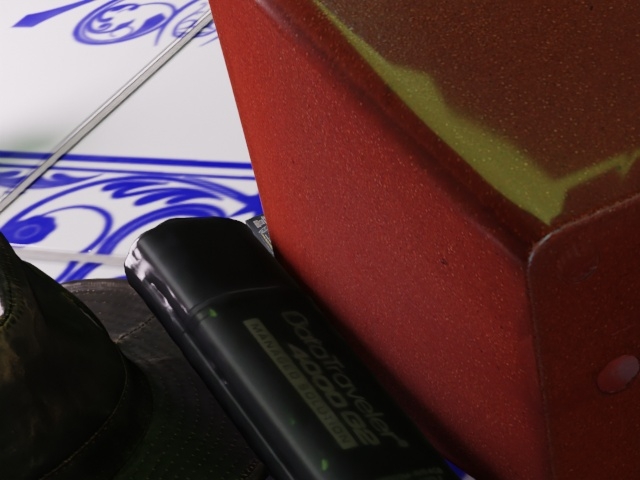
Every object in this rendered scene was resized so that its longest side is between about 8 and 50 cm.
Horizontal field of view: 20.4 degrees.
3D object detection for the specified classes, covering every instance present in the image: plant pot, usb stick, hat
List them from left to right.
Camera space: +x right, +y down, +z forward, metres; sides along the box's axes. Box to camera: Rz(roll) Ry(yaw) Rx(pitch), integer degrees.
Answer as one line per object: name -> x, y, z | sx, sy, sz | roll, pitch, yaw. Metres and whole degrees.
hat -> -0.183, 0.067, 0.894 | 0.331, 0.134, 0.331 | -12, 29, 7
usb stick -> -0.007, 0.075, 0.823 | 0.077, 0.045, 0.278 | -6, 36, -31
plant pot -> 0.128, -0.033, 0.806 | 0.267, 0.267, 0.236 | -22, 41, -10

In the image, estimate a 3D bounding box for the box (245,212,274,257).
box -> 0.000, 0.000, 1.031 | 0.067, 0.018, 0.083 | -22, 30, -10
